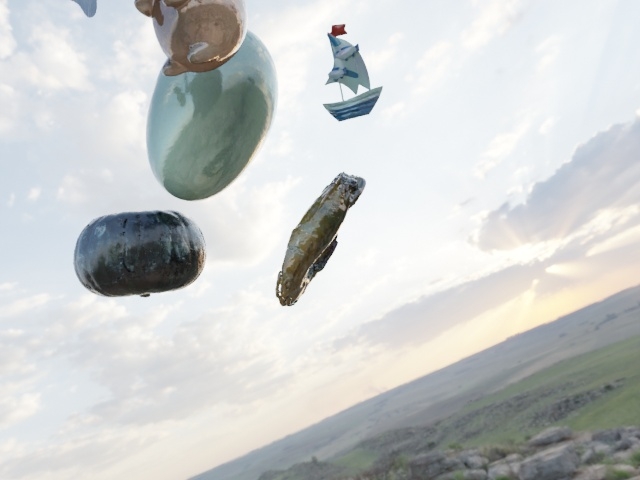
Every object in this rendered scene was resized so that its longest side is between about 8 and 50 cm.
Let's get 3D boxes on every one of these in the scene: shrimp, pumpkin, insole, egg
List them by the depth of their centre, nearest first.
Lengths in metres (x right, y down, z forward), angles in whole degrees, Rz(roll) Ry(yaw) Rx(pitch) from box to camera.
[{"bbox_3d":[-0.348,-0.359,0.658,0.002,0.152,0.053,-8,-56,-41],"label":"insole"},{"bbox_3d":[0.001,0.001,0.726,0.253,0.058,0.173,-55,-18,-34],"label":"shrimp"},{"bbox_3d":[-0.334,0.025,0.848,0.232,0.163,0.233,-8,1,0],"label":"pumpkin"},{"bbox_3d":[-0.207,-0.245,0.868,0.229,0.371,0.230,14,-19,5],"label":"egg"}]

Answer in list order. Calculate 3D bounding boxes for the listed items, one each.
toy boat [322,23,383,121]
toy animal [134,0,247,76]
[{"bbox_3d":[0.054,-0.266,0.733,0.034,0.105,0.150,-31,-47,-58],"label":"toy boat"},{"bbox_3d":[-0.196,-0.366,0.631,0.166,0.250,0.154,-5,30,33],"label":"toy animal"}]
